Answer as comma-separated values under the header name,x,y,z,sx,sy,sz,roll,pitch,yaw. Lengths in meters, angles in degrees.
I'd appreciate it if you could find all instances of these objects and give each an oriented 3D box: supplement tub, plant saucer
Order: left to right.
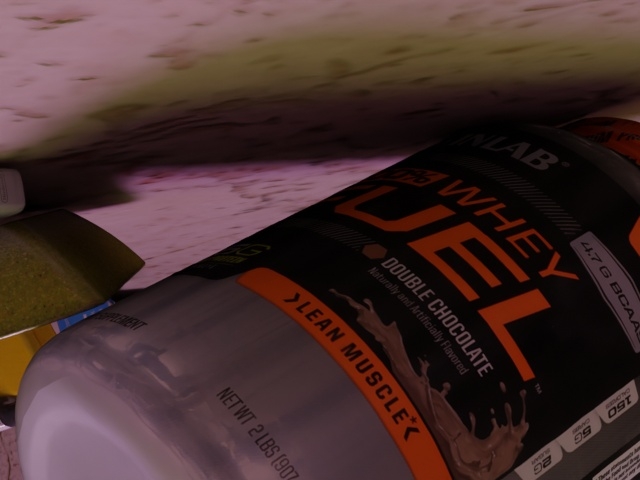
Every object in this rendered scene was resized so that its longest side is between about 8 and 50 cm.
name,x,y,z,sx,sy,sz,roll,pitch,yaw
plant saucer,-0.187,0.028,0.578,0.188,0.045,0.188,-18,-175,-1
supplement tub,0.049,0.071,0.581,0.338,0.207,0.207,-28,-174,-34

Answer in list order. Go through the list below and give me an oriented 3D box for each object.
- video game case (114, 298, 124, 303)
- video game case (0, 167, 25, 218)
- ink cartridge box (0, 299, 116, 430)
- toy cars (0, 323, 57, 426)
name,x,y,z,sx,sy,sz,roll,pitch,yaw
video game case,-0.291,0.096,1.302,0.184,0.023,0.201,-13,-178,1
video game case,-0.246,0.000,0.493,0.190,0.022,0.173,-14,175,40
ink cartridge box,-0.269,0.118,1.061,0.203,0.085,0.148,-16,177,-8
toy cars,-0.264,0.131,0.877,0.087,0.176,0.393,-44,166,-48
